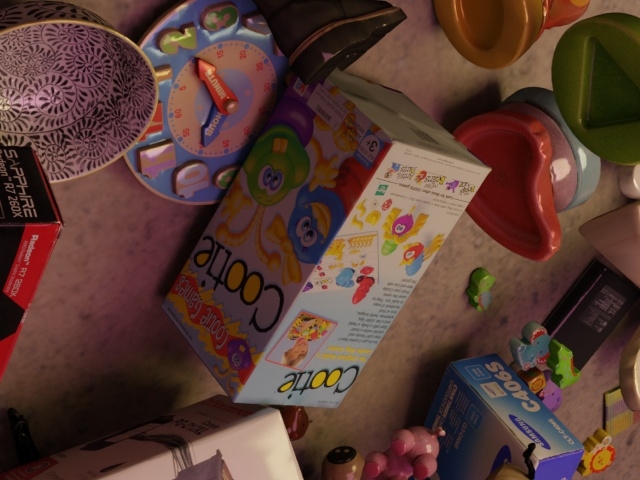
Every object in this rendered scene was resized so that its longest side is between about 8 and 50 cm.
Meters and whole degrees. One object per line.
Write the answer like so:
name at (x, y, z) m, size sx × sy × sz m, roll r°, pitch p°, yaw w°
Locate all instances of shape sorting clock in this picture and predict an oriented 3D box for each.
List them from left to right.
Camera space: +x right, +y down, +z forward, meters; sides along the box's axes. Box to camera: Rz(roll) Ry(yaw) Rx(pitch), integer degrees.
shape sorting clock at (-0.085, -0.123, 1.126) m, size 0.206 × 0.040 × 0.206 m, roll -17°, pitch 127°, yaw -24°

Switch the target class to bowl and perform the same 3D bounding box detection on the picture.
bowl at (-0.216, -0.129, 0.996) m, size 0.170 × 0.080 × 0.170 m, roll -13°, pitch 143°, yaw -10°

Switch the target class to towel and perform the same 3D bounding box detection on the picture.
towel at (0.395, 0.219, 1.683) m, size 0.060 × 0.009 × 0.083 m, roll -25°, pitch 129°, yaw -17°

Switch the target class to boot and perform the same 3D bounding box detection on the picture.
boot at (-0.005, -0.215, 1.093) m, size 0.077 × 0.137 × 0.198 m, roll -40°, pitch 179°, yaw 21°

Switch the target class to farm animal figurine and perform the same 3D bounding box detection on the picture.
farm animal figurine at (0.051, 0.313, 1.359) m, size 0.172 × 0.330 × 0.327 m, roll -32°, pitch 134°, yaw -69°

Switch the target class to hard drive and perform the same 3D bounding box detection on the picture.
hard drive at (0.316, 0.096, 1.543) m, size 0.094 × 0.022 × 0.135 m, roll 31°, pitch 99°, yaw -42°

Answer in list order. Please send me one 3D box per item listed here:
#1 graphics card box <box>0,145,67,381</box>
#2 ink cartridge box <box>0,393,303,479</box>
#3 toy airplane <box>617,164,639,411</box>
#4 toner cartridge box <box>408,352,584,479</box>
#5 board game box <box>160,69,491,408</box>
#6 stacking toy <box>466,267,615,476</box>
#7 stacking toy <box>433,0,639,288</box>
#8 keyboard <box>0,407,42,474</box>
graphics card box at (-0.401, 0.033, 0.944) m, size 0.371 × 0.094 × 0.233 m, roll -2°, pitch 140°, yaw -33°
ink cartridge box at (-0.155, 0.228, 1.166) m, size 0.237 × 0.172 × 0.100 m, roll -18°, pitch 96°, yaw -23°
toy airplane at (0.477, 0.021, 1.426) m, size 0.384 × 0.272 × 0.386 m, roll 16°, pitch 91°, yaw -51°
toner cartridge box at (0.164, 0.316, 1.465) m, size 0.075 × 0.165 × 0.348 m, roll -7°, pitch 128°, yaw -35°
board game box at (0.000, 0.000, 1.168) m, size 0.144 × 0.142 × 0.275 m, roll 11°, pitch 117°, yaw -47°
stacking toy at (0.245, 0.142, 1.428) m, size 0.052 × 0.167 × 0.221 m, roll -33°, pitch 131°, yaw -11°
stacking toy at (0.247, -0.128, 1.192) m, size 0.130 × 0.279 × 0.309 m, roll -28°, pitch 130°, yaw -30°
keyboard at (-0.338, 0.246, 1.208) m, size 0.201 × 0.033 × 0.317 m, roll -27°, pitch 131°, yaw -17°
